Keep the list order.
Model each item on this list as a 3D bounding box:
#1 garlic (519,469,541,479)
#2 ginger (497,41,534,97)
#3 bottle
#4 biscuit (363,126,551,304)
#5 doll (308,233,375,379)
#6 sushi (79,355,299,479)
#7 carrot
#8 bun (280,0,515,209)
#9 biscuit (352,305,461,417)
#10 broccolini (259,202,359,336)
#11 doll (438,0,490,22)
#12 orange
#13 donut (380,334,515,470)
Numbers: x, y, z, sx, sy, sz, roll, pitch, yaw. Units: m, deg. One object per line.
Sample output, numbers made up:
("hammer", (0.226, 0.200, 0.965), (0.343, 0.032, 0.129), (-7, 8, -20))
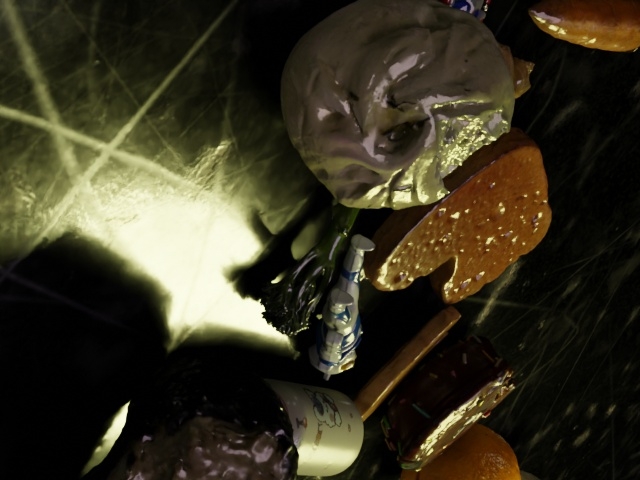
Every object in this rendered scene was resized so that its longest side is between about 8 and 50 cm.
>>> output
("garlic", (0.303, 0.528, 2.067), (0.317, 0.259, 0.317), (-6, 106, -21))
("ginger", (0.186, -0.180, 1.318), (0.165, 0.067, 0.096), (-36, 149, -46))
("bottle", (-0.048, 0.215, 1.398), (0.110, 0.110, 0.233), (-55, 148, 8))
("biscuit", (0.170, -0.011, 1.494), (0.262, 0.052, 0.277), (-41, 149, -5))
("doll", (0.025, 0.092, 1.393), (0.227, 0.057, 0.114), (104, 1, -54))
("sushi", (-0.152, 0.288, 1.221), (0.350, 0.211, 0.171), (-58, -171, 13))
("carrot", (0.299, -0.254, 1.379), (0.205, 0.072, 0.072), (-5, 128, -47))
("bun", (0.078, -0.119, 1.133), (0.237, 0.116, 0.210), (1, 125, -20))
("biscuit", (0.088, 0.178, 1.564), (0.236, 0.040, 0.144), (-40, 163, -22))
("broccolini", (0.000, 0.000, 1.303), (0.067, 0.058, 0.216), (18, 99, -60))
("doll", (0.118, -0.197, 1.215), (0.195, 0.062, 0.104), (-62, 160, 6))
("orange", (0.208, 0.363, 1.832), (0.193, 0.161, 0.193), (-38, -170, 8))
("donut", (0.173, 0.223, 1.686), (0.216, 0.096, 0.230), (-43, 163, 9))
